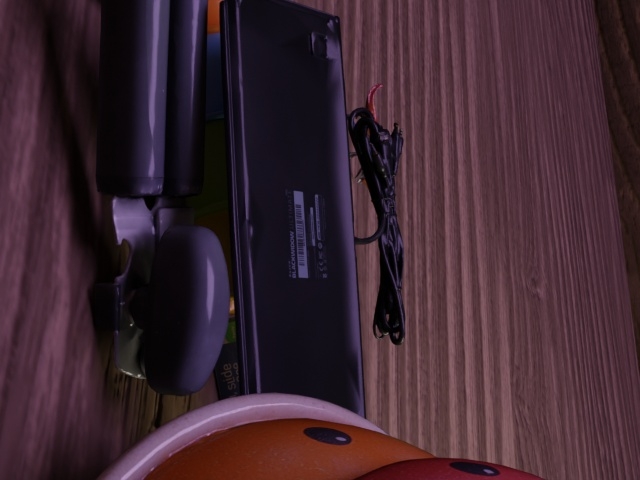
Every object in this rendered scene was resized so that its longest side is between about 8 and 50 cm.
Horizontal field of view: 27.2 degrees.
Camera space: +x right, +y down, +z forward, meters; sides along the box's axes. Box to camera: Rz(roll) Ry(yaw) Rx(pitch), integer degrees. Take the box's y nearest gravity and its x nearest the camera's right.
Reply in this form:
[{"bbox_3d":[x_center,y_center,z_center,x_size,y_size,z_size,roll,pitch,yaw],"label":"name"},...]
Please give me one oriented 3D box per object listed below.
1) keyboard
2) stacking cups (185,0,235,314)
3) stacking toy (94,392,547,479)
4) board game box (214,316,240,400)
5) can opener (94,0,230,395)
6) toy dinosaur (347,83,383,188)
[{"bbox_3d":[0.000,0.000,0.880,0.202,0.033,0.317,6,80,-54],"label":"keyboard"},{"bbox_3d":[-0.076,-0.106,0.950,0.096,0.096,0.316,15,60,-66],"label":"stacking cups"},{"bbox_3d":[0.115,0.225,0.577,0.351,0.480,0.350,12,72,-42],"label":"stacking toy"},{"bbox_3d":[-0.022,0.154,0.986,0.136,0.035,0.201,5,73,-68],"label":"board game box"},{"bbox_3d":[-0.091,-0.048,0.813,0.074,0.093,0.280,-3,92,-58],"label":"can opener"},{"bbox_3d":[0.045,-0.092,1.269,0.047,0.090,0.082,-2,47,-54],"label":"toy dinosaur"}]
